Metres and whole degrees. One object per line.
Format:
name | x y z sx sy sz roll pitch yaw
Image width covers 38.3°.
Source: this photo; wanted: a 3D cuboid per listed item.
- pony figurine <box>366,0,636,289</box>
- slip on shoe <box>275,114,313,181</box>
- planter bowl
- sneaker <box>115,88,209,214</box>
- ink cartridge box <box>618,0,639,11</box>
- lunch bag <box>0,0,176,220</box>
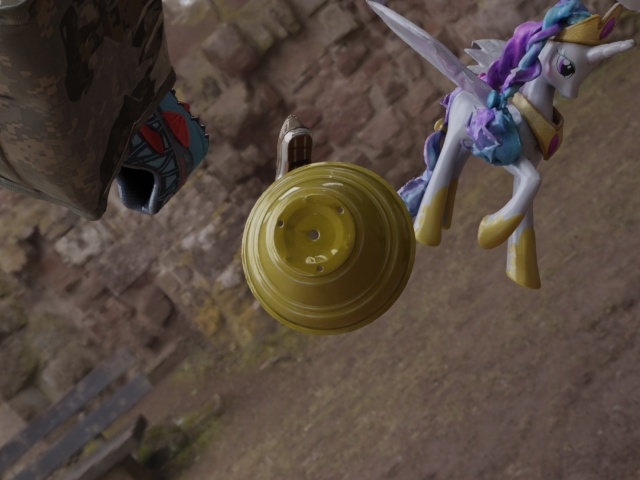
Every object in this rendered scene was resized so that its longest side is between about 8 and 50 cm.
pony figurine | 0.220 -0.167 1.216 0.351 0.303 0.363 39 118 47
slip on shoe | -0.038 -0.107 1.214 0.051 0.041 0.135 -15 -34 -14
planter bowl | 0.000 0.000 1.089 0.217 0.217 0.090 -41 -15 1
sneaker | -0.203 -0.117 0.868 0.104 0.262 0.125 8 62 37
ink cartridge box | 0.288 -0.423 0.980 0.129 0.223 0.307 -41 35 38
lunch bag | -0.255 -0.162 0.571 0.235 0.287 0.169 99 -167 -64
